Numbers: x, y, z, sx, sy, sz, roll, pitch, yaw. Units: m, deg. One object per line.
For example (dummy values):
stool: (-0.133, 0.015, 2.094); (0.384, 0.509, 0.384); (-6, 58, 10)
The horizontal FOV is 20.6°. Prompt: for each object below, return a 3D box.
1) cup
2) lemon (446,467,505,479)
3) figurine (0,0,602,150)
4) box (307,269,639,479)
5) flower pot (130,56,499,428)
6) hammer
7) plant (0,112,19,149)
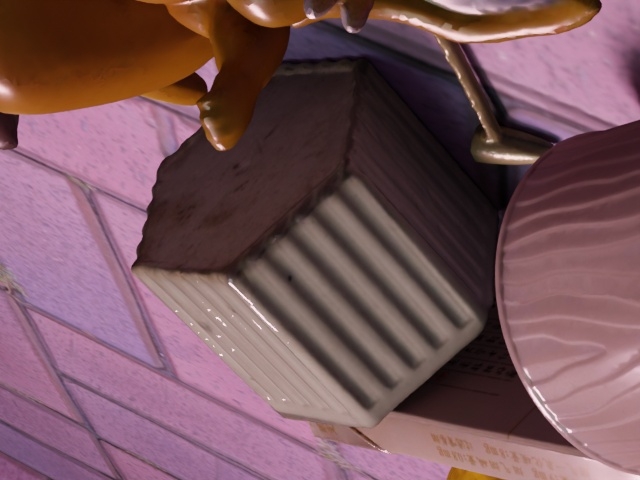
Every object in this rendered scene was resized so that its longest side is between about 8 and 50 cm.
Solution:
cup: (0.258, 0.051, 1.012); (0.208, 0.288, 0.273); (-1, 171, -26)
lemon: (0.232, 0.234, 1.432); (0.293, 0.293, 0.293); (28, 158, 12)
figurine: (-0.080, -0.177, 0.980); (0.401, 0.268, 0.387); (36, 157, -23)
box: (0.171, 0.100, 1.312); (0.365, 0.204, 0.051); (6, 126, 49)
flower pot: (0.000, 0.000, 1.326); (0.209, 0.239, 0.189); (-24, 125, 30)
hammer: (0.101, -0.117, 1.185); (0.060, 0.028, 0.195); (8, 147, 37)
plant: (-0.370, -0.207, 1.460); (0.181, 0.194, 0.320); (27, 158, 50)
